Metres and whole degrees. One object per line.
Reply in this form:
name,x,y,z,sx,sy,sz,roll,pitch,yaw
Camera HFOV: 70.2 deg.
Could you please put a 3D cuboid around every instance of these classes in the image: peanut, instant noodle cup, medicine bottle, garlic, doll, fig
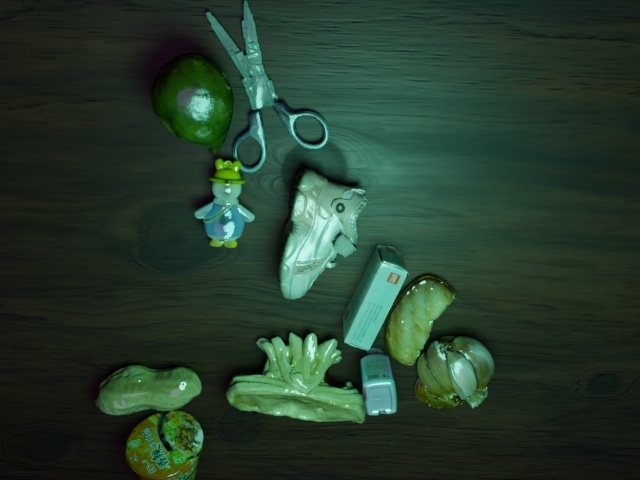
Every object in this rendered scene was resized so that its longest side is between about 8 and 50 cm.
peanut,-0.516,0.449,1.374,0.312,0.149,0.149,-1,111,1
instant noodle cup,-0.480,0.687,1.429,0.230,0.230,0.183,6,120,-2
medicine bottle,0.162,0.398,1.316,0.094,0.188,0.119,-8,111,3
garlic,0.392,0.364,1.324,0.160,0.214,0.191,-20,86,-21
doll,-0.245,-0.090,1.179,0.135,0.098,0.241,16,111,19
fig,-0.279,-0.309,1.063,0.195,0.195,0.245,-23,143,9

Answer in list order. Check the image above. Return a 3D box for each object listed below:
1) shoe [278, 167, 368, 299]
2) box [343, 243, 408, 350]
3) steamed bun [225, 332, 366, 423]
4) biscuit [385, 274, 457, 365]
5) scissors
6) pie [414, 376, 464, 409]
shoe,0.000,0.002,1.173,0.198,0.172,0.351,11,113,-7
box,0.145,0.154,1.250,0.079,0.135,0.270,20,110,-7
steamed bun,-0.067,0.398,1.344,0.427,0.189,0.247,5,142,2
biscuit,0.272,0.231,1.328,0.154,0.045,0.299,22,111,-9
scissors,-0.155,-0.369,1.103,0.255,0.029,0.384,-20,111,10
pie,0.363,0.494,1.438,0.191,0.033,0.088,37,111,-13
